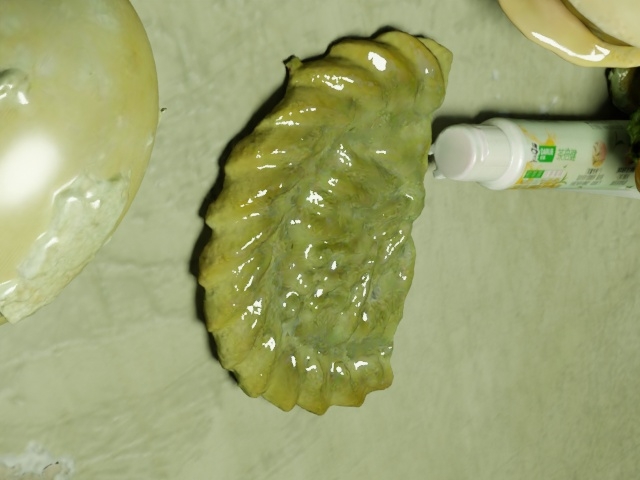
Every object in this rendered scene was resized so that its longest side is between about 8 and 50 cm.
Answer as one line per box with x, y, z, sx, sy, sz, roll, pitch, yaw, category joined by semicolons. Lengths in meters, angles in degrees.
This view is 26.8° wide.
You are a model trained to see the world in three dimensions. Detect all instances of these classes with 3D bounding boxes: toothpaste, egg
0.200;-0.064;1.025;0.314;0.058;0.056;-2;71;-47;toothpaste
-0.164;-0.045;0.611;0.201;0.164;0.164;-53;137;-1;egg

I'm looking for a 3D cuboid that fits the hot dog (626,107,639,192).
0.330;-0.118;1.043;0.337;0.100;0.135;-40;168;-43;hot dog

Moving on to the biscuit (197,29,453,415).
0.000;0.000;0.876;0.187;0.036;0.273;-10;117;-40;biscuit

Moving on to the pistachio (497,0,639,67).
0.255;-0.245;0.864;0.321;0.229;0.238;-44;94;-10;pistachio

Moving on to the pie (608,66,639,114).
0.257;-0.140;1.060;0.084;0.020;0.084;-24;126;-37;pie
